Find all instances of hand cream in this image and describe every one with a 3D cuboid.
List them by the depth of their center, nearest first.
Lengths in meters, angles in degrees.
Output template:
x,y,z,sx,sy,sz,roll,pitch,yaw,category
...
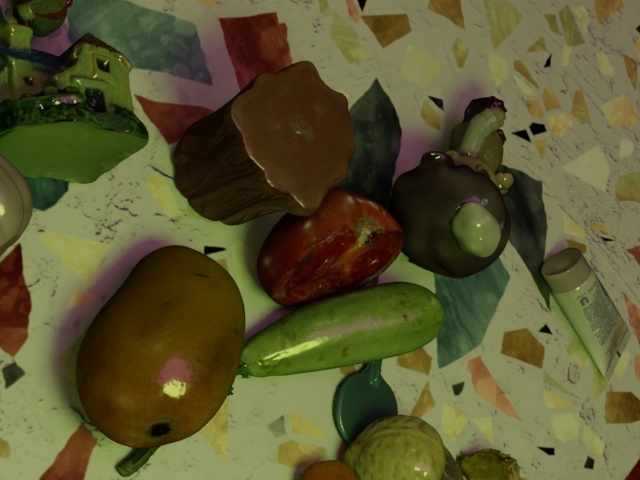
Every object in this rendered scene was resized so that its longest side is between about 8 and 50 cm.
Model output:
x,y,z,sx,sy,sz,roll,pitch,yaw,category
0.501,0.128,2.361,0.133,0.083,0.248,-50,118,-36,hand cream

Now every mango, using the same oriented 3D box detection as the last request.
x,y,z,sx,sy,sz,roll,pitch,yaw,category
-0.211,0.137,1.747,0.211,0.173,0.317,8,50,8,mango

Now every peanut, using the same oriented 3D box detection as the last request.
x,y,z,sx,sy,sz,roll,pitch,yaw,category
0.111,0.330,1.926,0.140,0.159,0.109,-67,139,-58,peanut

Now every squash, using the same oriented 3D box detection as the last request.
x,y,z,sx,sy,sz,roll,pitch,yaw,category
0.022,0.139,1.953,0.370,0.118,0.118,-11,82,-23,squash

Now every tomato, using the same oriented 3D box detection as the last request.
x,y,z,sx,sy,sz,roll,pitch,yaw,category
0.000,0.000,1.950,0.233,0.200,0.139,4,49,-47,tomato

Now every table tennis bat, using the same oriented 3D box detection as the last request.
x,y,z,sx,sy,sz,roll,pitch,yaw,category
0.079,0.237,2.028,0.124,0.033,0.201,22,66,-32,table tennis bat

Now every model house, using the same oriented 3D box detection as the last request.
x,y,z,sx,sy,sz,roll,pitch,yaw,category
-0.365,-0.202,1.740,0.214,0.195,0.189,7,64,-38,model house

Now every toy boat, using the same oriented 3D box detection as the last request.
x,y,z,sx,sy,sz,roll,pitch,yaw,category
-0.398,-0.342,1.809,0.185,0.089,0.071,-98,173,-52,toy boat

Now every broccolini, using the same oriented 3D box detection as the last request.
x,y,z,sx,sy,sz,roll,pitch,yaw,category
-0.202,0.250,1.794,0.216,0.058,0.067,-44,106,-37,broccolini

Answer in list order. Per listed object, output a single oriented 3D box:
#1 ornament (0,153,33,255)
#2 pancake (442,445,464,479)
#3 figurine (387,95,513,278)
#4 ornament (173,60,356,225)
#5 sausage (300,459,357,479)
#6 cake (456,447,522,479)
x,y,z,sx,sy,sz,roll,pitch,yaw,category
-0.461,-0.043,1.621,0.177,0.177,0.177,12,69,-34,ornament
0.179,0.366,2.033,0.151,0.025,0.151,34,27,-20,pancake
0.260,-0.085,2.160,0.206,0.218,0.365,29,49,16,figurine
-0.097,-0.128,1.890,0.221,0.217,0.235,6,73,-36,ornament
0.004,0.439,1.868,0.098,0.098,0.238,17,68,-32,sausage
0.317,0.405,2.106,0.185,0.116,0.080,53,50,-6,cake
